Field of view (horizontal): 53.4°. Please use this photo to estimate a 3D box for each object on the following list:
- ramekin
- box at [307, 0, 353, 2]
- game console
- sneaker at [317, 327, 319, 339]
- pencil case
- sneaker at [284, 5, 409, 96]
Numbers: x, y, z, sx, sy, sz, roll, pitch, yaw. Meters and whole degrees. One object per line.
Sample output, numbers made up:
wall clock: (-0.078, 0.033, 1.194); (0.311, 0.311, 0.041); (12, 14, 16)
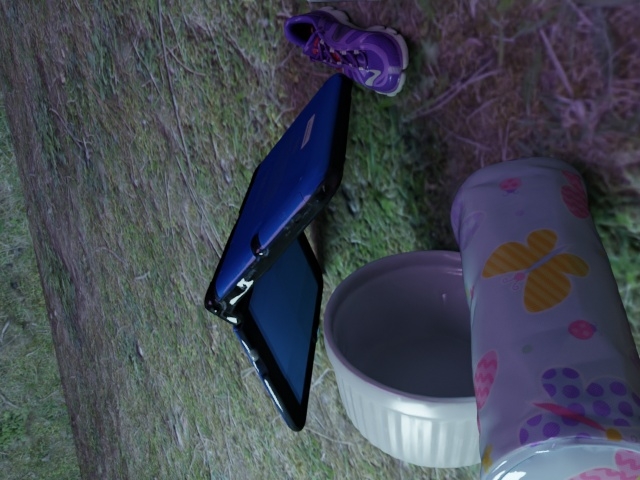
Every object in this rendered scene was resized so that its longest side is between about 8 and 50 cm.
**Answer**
ramekin: (0.109, 0.110, 0.592); (0.207, 0.207, 0.108); (31, 137, 42)
box: (-0.026, -0.374, 0.598); (0.290, 0.087, 0.169); (55, 143, 28)
game console: (0.000, 0.000, 0.679); (0.173, 0.293, 0.250); (35, 118, -16)
sneaker: (-0.064, 0.077, 0.902); (0.071, 0.083, 0.190); (-14, 95, 53)
pencil case: (0.160, 0.059, 0.459); (0.114, 0.273, 0.124); (-9, 131, 15)
sneaker: (0.023, -0.197, 0.673); (0.170, 0.071, 0.068); (36, 132, 38)
